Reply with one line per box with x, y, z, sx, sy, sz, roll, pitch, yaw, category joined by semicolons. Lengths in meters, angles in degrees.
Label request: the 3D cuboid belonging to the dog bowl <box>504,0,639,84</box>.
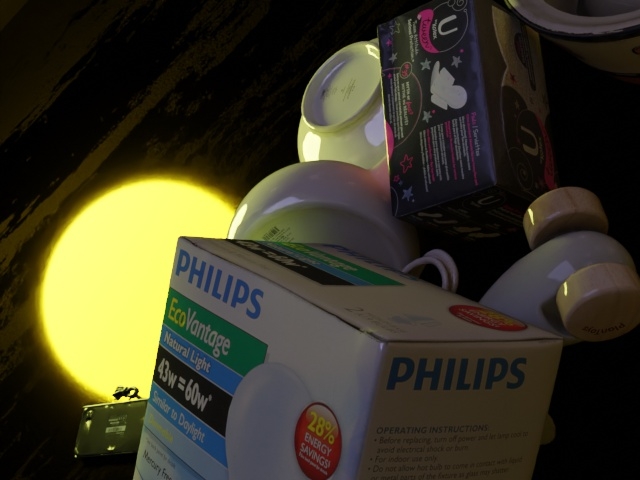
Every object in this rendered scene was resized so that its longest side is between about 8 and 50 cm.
0.416;-0.357;1.321;0.408;0.150;0.408;-26;44;29;dog bowl

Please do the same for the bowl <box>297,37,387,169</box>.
0.070;-0.173;1.542;0.298;0.134;0.298;-26;44;29;bowl

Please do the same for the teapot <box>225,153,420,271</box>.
0.000;0.000;1.413;0.256;0.252;0.187;1;32;1;teapot

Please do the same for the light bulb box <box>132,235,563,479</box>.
0.003;0.211;1.128;0.358;0.225;0.361;23;105;51;light bulb box

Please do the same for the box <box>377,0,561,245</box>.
0.177;-0.141;1.336;0.142;0.163;0.247;-17;67;37;box

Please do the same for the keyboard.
-0.285;0.258;1.654;0.180;0.023;0.108;-13;59;39;keyboard

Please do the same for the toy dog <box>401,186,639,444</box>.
0.225;0.095;1.192;0.334;0.161;0.220;-30;44;48;toy dog
